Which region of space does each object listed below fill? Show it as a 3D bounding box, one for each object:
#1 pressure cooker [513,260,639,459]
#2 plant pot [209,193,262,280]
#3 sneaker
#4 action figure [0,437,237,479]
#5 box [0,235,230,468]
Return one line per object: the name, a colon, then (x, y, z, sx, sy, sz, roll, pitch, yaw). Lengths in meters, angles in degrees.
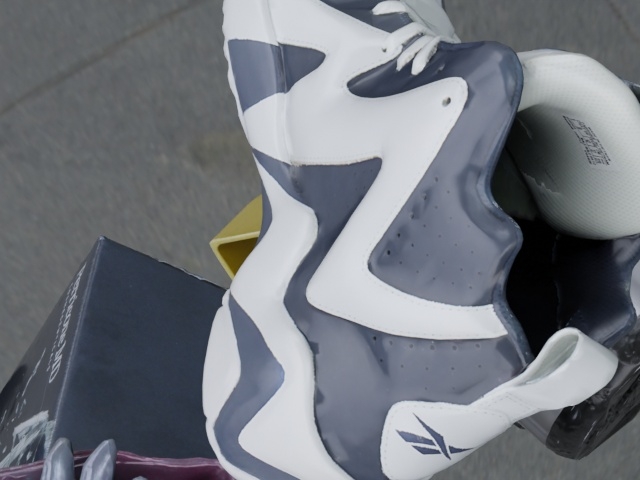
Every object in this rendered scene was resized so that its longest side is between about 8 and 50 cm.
pressure cooker: (0.276, 0.008, 1.913, 0.420, 0.370, 0.375, 42, 80, 17)
plant pot: (0.000, 0.000, 0.935, 0.081, 0.081, 0.083, -10, 34, 38)
sneaker: (0.046, -0.042, 0.470, 0.153, 0.094, 0.235, -21, 47, 40)
action figure: (-0.090, 0.215, 0.687, 0.248, 0.370, 0.276, -1, 66, 8)
box: (-0.222, 0.348, 1.544, 0.297, 0.472, 0.480, 26, 37, -18)
